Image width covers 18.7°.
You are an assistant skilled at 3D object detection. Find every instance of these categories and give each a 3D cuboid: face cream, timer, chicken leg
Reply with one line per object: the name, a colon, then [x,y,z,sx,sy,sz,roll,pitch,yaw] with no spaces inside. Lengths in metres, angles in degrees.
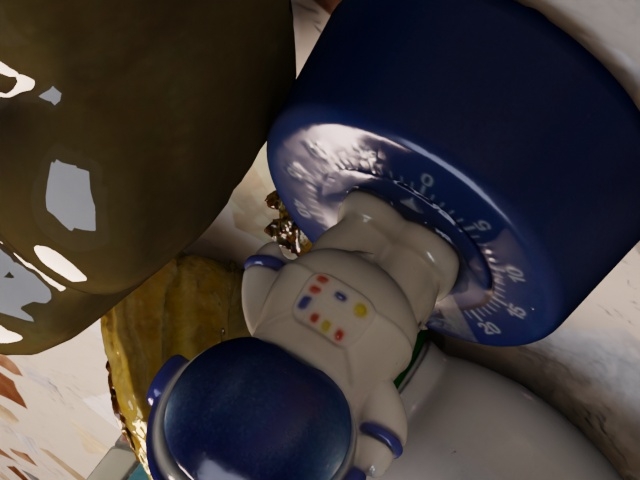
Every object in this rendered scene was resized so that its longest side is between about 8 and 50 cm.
face cream: [0.124,0.236,1.716,0.357,0.219,0.312,42,155,-3]
timer: [0.029,0.040,1.303,0.270,0.383,0.270,29,154,16]
chicken leg: [0.000,0.000,1.663,0.093,0.070,0.178,25,163,23]

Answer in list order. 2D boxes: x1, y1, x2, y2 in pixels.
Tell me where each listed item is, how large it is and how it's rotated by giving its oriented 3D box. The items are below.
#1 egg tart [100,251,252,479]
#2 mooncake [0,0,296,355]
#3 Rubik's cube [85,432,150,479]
egg tart: [-0.110,0.122,1.847,0.115,0.290,0.290,-15,134,15]
mooncake: [-0.256,-0.152,1.384,0.467,0.262,0.467,22,138,21]
Rubik's cube: [-0.084,0.313,2.085,0.259,0.253,0.256,8,142,49]
